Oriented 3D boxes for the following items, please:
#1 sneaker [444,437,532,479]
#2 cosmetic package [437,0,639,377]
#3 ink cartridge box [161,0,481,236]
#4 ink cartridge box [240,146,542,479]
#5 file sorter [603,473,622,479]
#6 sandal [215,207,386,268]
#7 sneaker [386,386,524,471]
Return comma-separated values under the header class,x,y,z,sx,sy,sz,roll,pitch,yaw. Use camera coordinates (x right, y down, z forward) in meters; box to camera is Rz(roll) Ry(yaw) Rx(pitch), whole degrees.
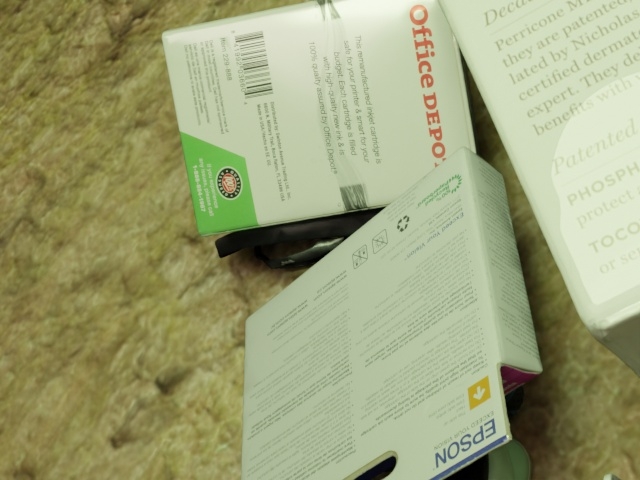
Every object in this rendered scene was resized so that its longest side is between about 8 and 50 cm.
class,x,y,z,sx,sy,sz,roll,pitch,yaw
sneaker,0.110,0.286,1.095,0.094,0.151,0.256,9,77,28
cosmetic package,0.329,-0.118,1.028,0.327,0.329,0.394,-28,61,15
ink cartridge box,0.009,-0.133,1.252,0.289,0.121,0.211,-8,95,13
ink cartridge box,0.051,0.126,1.117,0.324,0.071,0.330,-38,37,32
file sorter,0.381,0.239,0.962,0.277,0.173,0.193,-22,63,19
sandal,0.000,0.000,1.298,0.254,0.097,0.055,-8,95,25
sneaker,0.096,0.160,1.204,0.211,0.080,0.081,-24,41,17
